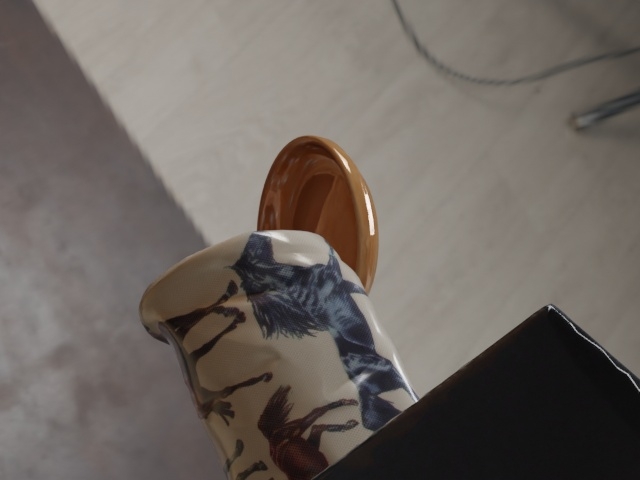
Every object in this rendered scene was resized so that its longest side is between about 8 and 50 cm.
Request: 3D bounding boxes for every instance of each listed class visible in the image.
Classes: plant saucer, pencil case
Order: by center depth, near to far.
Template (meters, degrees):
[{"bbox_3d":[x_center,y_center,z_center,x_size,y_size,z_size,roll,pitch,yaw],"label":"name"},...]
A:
[{"bbox_3d":[0.011,0.180,1.214,0.160,0.183,0.410,-11,62,-36],"label":"pencil case"},{"bbox_3d":[0.000,0.000,1.579,0.037,0.200,0.200,-2,81,-29],"label":"plant saucer"}]

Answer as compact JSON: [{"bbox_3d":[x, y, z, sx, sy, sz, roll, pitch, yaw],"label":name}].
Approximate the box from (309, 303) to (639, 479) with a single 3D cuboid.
[{"bbox_3d":[0.022,0.173,0.483,0.270,0.143,0.165,-34,61,-26],"label":"box"}]
